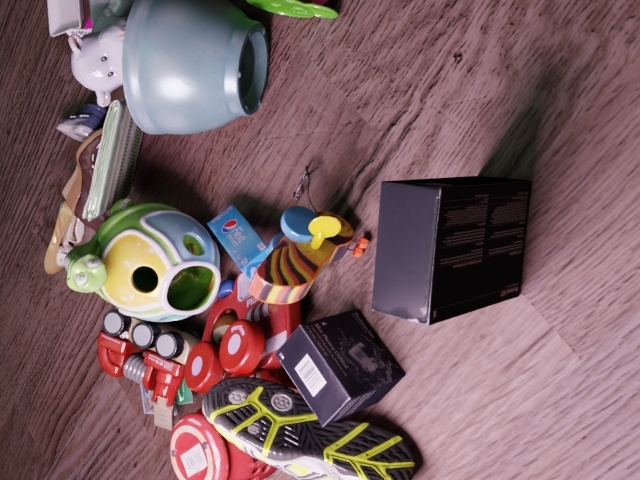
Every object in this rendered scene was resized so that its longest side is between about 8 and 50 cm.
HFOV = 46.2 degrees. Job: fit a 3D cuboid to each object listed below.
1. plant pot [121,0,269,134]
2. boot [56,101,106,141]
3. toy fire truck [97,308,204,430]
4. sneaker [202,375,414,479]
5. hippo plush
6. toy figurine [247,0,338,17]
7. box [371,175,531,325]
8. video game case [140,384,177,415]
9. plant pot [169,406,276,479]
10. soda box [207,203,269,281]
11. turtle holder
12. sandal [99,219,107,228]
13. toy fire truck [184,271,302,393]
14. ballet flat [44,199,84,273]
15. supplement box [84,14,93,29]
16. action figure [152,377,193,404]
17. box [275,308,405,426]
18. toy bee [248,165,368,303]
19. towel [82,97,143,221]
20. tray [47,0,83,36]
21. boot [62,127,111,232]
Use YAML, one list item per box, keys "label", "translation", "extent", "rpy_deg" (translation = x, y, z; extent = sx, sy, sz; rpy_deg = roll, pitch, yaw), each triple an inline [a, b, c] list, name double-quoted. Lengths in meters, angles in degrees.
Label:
- label: "plant pot"
  translation: [-0.212, -0.333, 1.406]
  extent: [0.196, 0.293, 0.293]
  rpy_deg: [10, 103, 12]
- label: "boot"
  translation: [-0.589, -0.297, 1.863]
  extent: [0.190, 0.069, 0.086]
  rpy_deg: [14, 75, 49]
- label: "toy fire truck"
  translation: [-0.371, 0.287, 1.619]
  extent: [0.217, 0.158, 0.246]
  rpy_deg: [18, 94, 23]
- label: "sneaker"
  translation: [-0.036, 0.369, 1.317]
  extent: [0.385, 0.145, 0.147]
  rpy_deg: [24, 133, 6]
- label: "hippo plush"
  translation: [-0.414, -0.410, 1.476]
  extent: [0.294, 0.236, 0.234]
  rpy_deg: [-11, 119, 14]
- label: "toy figurine"
  translation: [-0.035, -0.490, 1.331]
  extent: [0.173, 0.130, 0.159]
  rpy_deg: [14, 95, 17]
- label: "box"
  translation: [0.193, 0.004, 1.078]
  extent: [0.103, 0.261, 0.184]
  rpy_deg: [9, 100, 40]
- label: "video game case"
  translation: [-0.388, 0.372, 1.793]
  extent: [0.122, 0.011, 0.087]
  rpy_deg: [-7, 91, 41]
- label: "plant pot"
  translation: [-0.200, 0.415, 1.530]
  extent: [0.191, 0.174, 0.191]
  rpy_deg: [4, 95, 42]
- label: "soda box"
  translation: [-0.144, 0.011, 1.436]
  extent: [0.067, 0.071, 0.210]
  rpy_deg: [-39, 35, -4]
- label: "turtle holder"
  translation: [-0.342, 0.041, 1.508]
  extent: [0.227, 0.320, 0.243]
  rpy_deg: [28, 80, 41]
- label: "sandal"
  translation: [-0.449, 0.008, 1.751]
  extent: [0.180, 0.049, 0.072]
  rpy_deg: [34, 119, 15]
- label: "toy fire truck"
  translation: [-0.139, 0.172, 1.476]
  extent: [0.302, 0.169, 0.254]
  rpy_deg: [-31, 49, 40]
- label: "ballet flat"
  translation: [-0.660, 0.004, 1.945]
  extent: [0.073, 0.080, 0.232]
  rpy_deg: [31, 117, 18]
- label: "supplement box"
  translation: [-0.431, -0.485, 1.661]
  extent: [0.114, 0.111, 0.220]
  rpy_deg: [52, 124, 25]
- label: "action figure"
  translation: [-0.350, 0.250, 1.703]
  extent: [0.137, 0.063, 0.232]
  rpy_deg: [-6, 98, 34]
- label: "box"
  translation: [0.034, 0.217, 1.309]
  extent: [0.156, 0.158, 0.093]
  rpy_deg: [53, 126, 22]
- label: "toy bee"
  translation: [0.000, 0.000, 1.302]
  extent: [0.162, 0.298, 0.195]
  rpy_deg: [25, 158, -2]
- label: "towel"
  translation: [-0.428, -0.185, 1.590]
  extent: [0.038, 0.325, 0.248]
  rpy_deg: [15, 102, -6]
- label: "tray"
  translation: [-0.637, -0.655, 1.874]
  extent: [0.145, 0.030, 0.270]
  rpy_deg: [1, 96, 40]
- label: "boot"
  translation: [-0.510, -0.125, 1.813]
  extent: [0.207, 0.090, 0.248]
  rpy_deg: [44, 119, 13]
